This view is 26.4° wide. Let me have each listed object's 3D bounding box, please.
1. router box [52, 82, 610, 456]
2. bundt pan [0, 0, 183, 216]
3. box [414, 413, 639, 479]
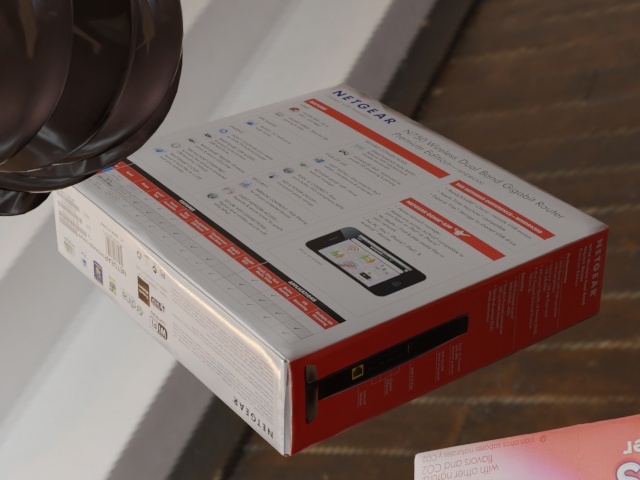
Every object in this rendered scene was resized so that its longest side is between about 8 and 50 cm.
[{"bbox_3d":[0.000,0.000,1.070,0.301,0.082,0.335,-19,36,-31],"label":"router box"},{"bbox_3d":[-0.199,-0.056,0.553,0.330,0.124,0.331,-20,0,0],"label":"bundt pan"},{"bbox_3d":[0.203,0.161,0.612,0.299,0.154,0.142,-15,54,29],"label":"box"}]
